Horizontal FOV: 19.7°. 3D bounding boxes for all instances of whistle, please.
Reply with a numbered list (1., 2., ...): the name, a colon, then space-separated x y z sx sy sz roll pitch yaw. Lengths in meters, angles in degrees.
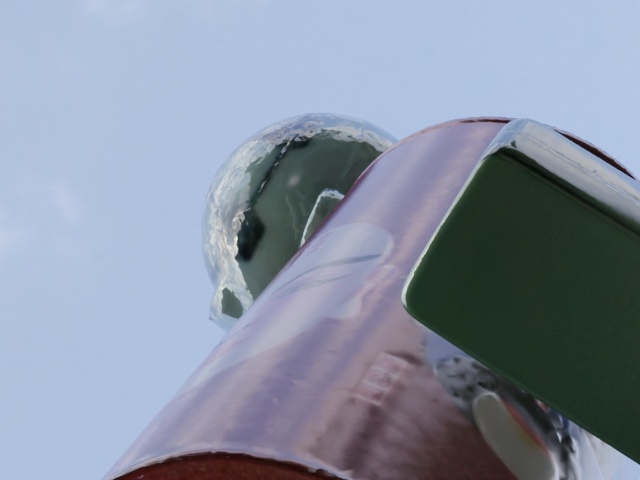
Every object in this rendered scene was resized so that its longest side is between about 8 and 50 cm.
1. whistle: 0.000 0.000 1.170 0.164 0.289 0.163 0 -94 -1

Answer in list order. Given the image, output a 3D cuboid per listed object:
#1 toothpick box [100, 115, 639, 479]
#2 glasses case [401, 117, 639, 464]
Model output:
1. toothpick box: 0.040 0.096 0.836 0.204 0.204 0.333 63 -150 -15
2. glasses case: 0.123 0.037 0.635 0.184 0.039 0.077 32 -60 4
